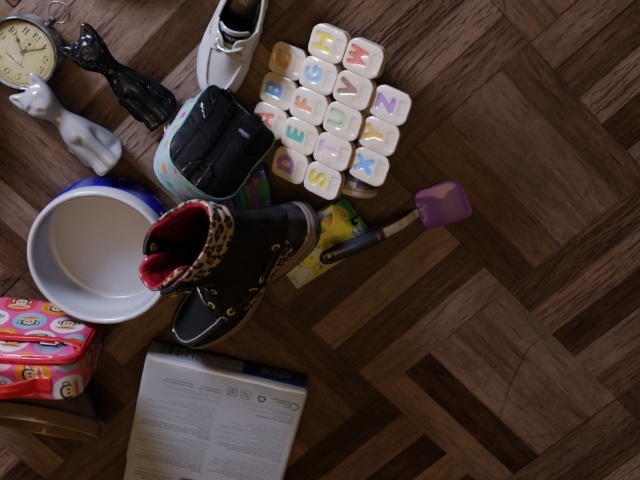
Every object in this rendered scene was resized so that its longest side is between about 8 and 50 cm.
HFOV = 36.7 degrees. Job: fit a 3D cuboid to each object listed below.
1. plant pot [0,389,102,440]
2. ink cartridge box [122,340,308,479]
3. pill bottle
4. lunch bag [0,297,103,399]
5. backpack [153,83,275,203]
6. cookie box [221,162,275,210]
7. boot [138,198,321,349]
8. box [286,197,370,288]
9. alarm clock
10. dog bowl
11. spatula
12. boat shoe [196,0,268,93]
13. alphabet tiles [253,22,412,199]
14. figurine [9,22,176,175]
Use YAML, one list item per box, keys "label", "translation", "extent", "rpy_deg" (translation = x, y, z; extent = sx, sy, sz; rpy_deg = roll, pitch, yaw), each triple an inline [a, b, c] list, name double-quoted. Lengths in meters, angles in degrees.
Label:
- label: "plant pot"
  translation: [-0.541, 0.318, 1.891]
  extent: [0.238, 0.237, 0.109]
  rpy_deg: [9, 71, -1]
- label: "ink cartridge box"
  translation: [-0.217, 0.387, 1.955]
  extent: [0.324, 0.071, 0.330]
  rpy_deg: [14, 116, -4]
- label: "pill bottle"
  translation: [0.077, -0.168, 1.697]
  extent: [0.094, 0.094, 0.169]
  rpy_deg: [13, 112, -3]
- label: "lunch bag"
  translation: [-0.567, 0.211, 1.793]
  extent: [0.293, 0.258, 0.120]
  rpy_deg: [4, 113, 1]
- label: "backpack"
  translation: [-0.196, -0.148, 1.653]
  extent: [0.166, 0.188, 0.144]
  rpy_deg: [41, 143, -21]
- label: "cookie box"
  translation: [-0.144, -0.087, 1.769]
  extent: [0.107, 0.040, 0.091]
  rpy_deg: [-8, 113, 6]
- label: "boot"
  translation: [-0.203, 0.060, 1.685]
  extent: [0.377, 0.284, 0.138]
  rpy_deg: [-41, 66, 26]
- label: "box"
  translation: [0.000, 0.000, 1.799]
  extent: [0.179, 0.043, 0.105]
  rpy_deg: [-32, 107, 16]
- label: "alarm clock"
  translation: [-0.499, -0.341, 1.667]
  extent: [0.192, 0.064, 0.129]
  rpy_deg: [-41, 105, 20]
- label: "dog bowl"
  translation: [-0.399, 0.017, 1.789]
  extent: [0.265, 0.104, 0.264]
  rpy_deg: [1, 112, 2]
- label: "spatula"
  translation: [0.133, -0.025, 1.767]
  extent: [0.297, 0.030, 0.084]
  rpy_deg: [-25, 109, -8]
- label: "boat shoe"
  translation: [-0.144, -0.353, 1.632]
  extent: [0.096, 0.088, 0.267]
  rpy_deg: [25, 112, -8]
- label: "alphabet tiles"
  translation: [0.012, -0.218, 1.653]
  extent: [0.278, 0.021, 0.284]
  rpy_deg: [28, 114, 21]
- label: "figurine"
  translation: [-0.398, -0.242, 1.665]
  extent: [0.215, 0.092, 0.209]
  rpy_deg: [-37, 121, 17]
